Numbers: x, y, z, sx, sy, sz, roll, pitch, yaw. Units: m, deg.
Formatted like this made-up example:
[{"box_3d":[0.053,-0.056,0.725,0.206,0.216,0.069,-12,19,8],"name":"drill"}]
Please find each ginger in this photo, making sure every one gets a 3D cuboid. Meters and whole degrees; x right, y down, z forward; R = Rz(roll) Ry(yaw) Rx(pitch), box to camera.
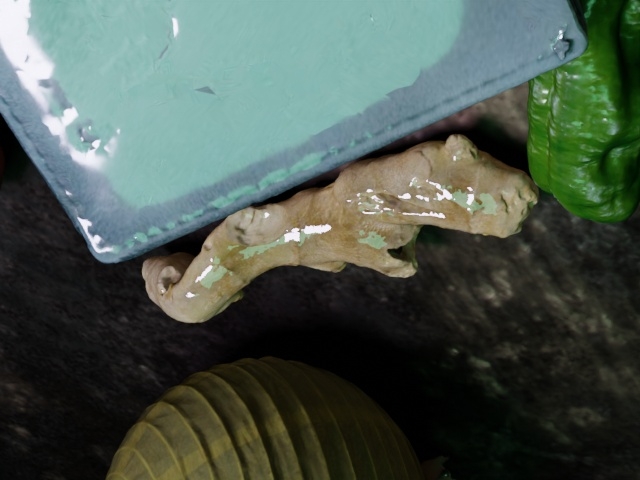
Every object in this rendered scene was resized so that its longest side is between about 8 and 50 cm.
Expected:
[{"box_3d":[0.000,0.000,0.732,0.288,0.075,0.089,-20,128,31],"name":"ginger"}]

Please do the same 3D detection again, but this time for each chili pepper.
[{"box_3d":[0.142,-0.116,0.536,0.099,0.083,0.253,-17,140,-23],"name":"chili pepper"}]

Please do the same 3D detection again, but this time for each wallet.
[{"box_3d":[-0.059,-0.151,0.471,0.251,0.054,0.290,-21,115,17],"name":"wallet"}]

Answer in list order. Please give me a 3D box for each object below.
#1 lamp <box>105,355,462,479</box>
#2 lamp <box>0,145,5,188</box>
[{"box_3d":[-0.018,0.202,0.833,0.284,0.250,0.250,-6,148,-31],"name":"lamp"},{"box_3d":[-0.257,-0.049,0.762,0.101,0.090,0.101,-11,120,-20],"name":"lamp"}]
